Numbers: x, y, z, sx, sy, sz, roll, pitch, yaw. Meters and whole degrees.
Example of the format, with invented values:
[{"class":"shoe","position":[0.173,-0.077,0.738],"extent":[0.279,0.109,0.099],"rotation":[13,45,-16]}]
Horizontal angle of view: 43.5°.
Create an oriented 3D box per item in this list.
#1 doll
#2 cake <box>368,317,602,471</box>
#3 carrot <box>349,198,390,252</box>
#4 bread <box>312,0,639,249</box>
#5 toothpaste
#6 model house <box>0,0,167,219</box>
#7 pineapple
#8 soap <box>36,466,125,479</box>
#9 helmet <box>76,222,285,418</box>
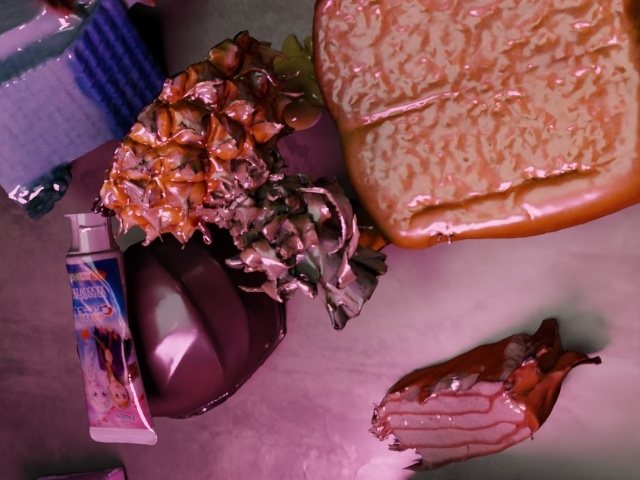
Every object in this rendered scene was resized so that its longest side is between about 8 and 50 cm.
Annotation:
[{"class":"doll","position":[-0.096,-0.136,0.979],"extent":[0.291,0.086,0.117],"rotation":[-38,69,24]},{"class":"cake","position":[0.161,0.182,0.883],"extent":[0.287,0.135,0.098],"rotation":[-35,94,31]},{"class":"carrot","position":[0.000,0.000,0.950],"extent":[0.173,0.082,0.082],"rotation":[-17,87,23]},{"class":"bread","position":[0.174,-0.163,0.827],"extent":[0.337,0.148,0.327],"rotation":[-16,93,28]},{"class":"toothpaste","position":[-0.239,0.099,0.895],"extent":[0.096,0.061,0.266],"rotation":[-4,96,29]},{"class":"model house","position":[-0.333,-0.260,1.026],"extent":[0.329,0.251,0.295],"rotation":[-34,55,0]},{"class":"pineapple","position":[-0.046,-0.033,0.819],"extent":[0.272,0.262,0.262],"rotation":[42,109,2]},{"class":"soap","position":[-0.341,0.464,1.138],"extent":[0.181,0.081,0.259],"rotation":[-13,89,24]},{"class":"helmet","position":[-0.200,0.115,0.998],"extent":[0.305,0.177,0.225],"rotation":[-44,79,19]}]
